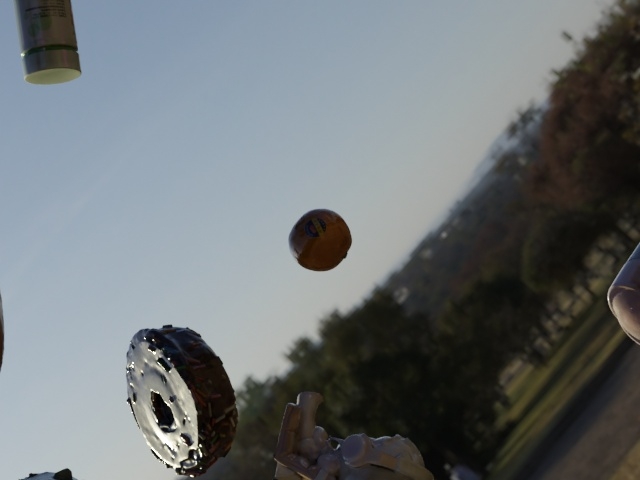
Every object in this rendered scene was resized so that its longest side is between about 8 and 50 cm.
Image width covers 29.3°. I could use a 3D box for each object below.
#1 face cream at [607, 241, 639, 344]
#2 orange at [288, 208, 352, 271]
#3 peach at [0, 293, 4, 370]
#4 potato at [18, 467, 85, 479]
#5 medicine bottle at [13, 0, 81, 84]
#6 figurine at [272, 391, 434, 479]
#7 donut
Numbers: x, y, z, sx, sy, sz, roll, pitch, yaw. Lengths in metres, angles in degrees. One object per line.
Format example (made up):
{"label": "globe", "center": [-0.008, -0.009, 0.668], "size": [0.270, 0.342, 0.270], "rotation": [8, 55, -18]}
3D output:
{"label": "face cream", "center": [0.456, 0.031, 1.595], "size": [0.073, 0.107, 0.269], "rotation": [-31, 9, 44]}
{"label": "orange", "center": [0.000, 0.000, 1.548], "size": [0.083, 0.083, 0.083], "rotation": [-47, -8, -8]}
{"label": "peach", "center": [-0.348, 0.069, 0.882], "size": [0.248, 0.275, 0.245], "rotation": [-22, -5, -29]}
{"label": "potato", "center": [-0.354, 0.346, 1.595], "size": [0.117, 0.090, 0.225], "rotation": [-7, -7, -16]}
{"label": "medicine bottle", "center": [-0.406, -0.329, 1.799], "size": [0.086, 0.183, 0.086], "rotation": [-10, -6, -1]}
{"label": "figurine", "center": [0.054, 0.309, 1.710], "size": [0.162, 0.236, 0.141], "rotation": [62, -134, -59]}
{"label": "donut", "center": [-0.201, 0.231, 1.787], "size": [0.089, 0.235, 0.235], "rotation": [-19, -24, -34]}
